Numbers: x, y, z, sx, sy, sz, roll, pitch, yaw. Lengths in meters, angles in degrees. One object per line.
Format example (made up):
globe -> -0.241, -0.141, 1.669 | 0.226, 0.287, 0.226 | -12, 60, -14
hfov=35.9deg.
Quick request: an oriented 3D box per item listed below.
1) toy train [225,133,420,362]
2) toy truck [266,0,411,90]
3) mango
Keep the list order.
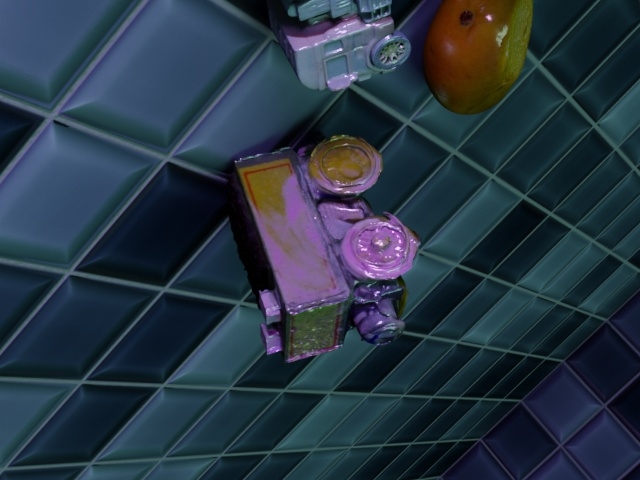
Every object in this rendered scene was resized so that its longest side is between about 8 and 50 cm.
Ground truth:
toy train -> 0.000, 0.000, 1.088 | 0.177, 0.261, 0.134 | -13, 147, -12
toy truck -> -0.005, -0.241, 0.861 | 0.140, 0.108, 0.257 | -22, 149, -8
mango -> 0.180, -0.220, 1.141 | 0.141, 0.102, 0.217 | -59, 161, -15
